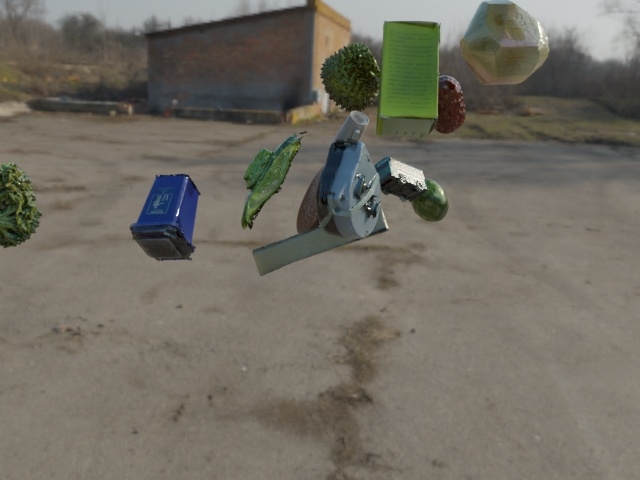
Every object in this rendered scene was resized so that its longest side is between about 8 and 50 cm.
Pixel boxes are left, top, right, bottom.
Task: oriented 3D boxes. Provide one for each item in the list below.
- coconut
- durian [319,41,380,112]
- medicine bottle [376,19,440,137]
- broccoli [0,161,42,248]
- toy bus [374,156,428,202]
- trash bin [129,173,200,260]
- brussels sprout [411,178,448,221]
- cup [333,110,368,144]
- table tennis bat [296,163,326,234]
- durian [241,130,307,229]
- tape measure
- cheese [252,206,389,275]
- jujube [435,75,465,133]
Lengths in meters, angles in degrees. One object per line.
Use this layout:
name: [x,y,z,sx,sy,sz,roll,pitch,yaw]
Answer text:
coconut: [0.484,-0.532,1.897,0.237,0.236,0.197,1,-12,-9]
durian: [0.096,-0.491,2.146,0.200,0.176,0.237,43,-3,-17]
medicine bottle: [0.207,-0.380,1.666,0.141,0.250,0.137,2,-10,5]
broccoli: [-0.813,-0.096,1.766,0.180,0.242,0.273,-25,14,4]
toy bus: [0.221,-0.175,1.993,0.160,0.091,0.079,15,-37,-39]
trash bin: [-0.450,-0.067,2.109,0.163,0.234,0.184,-2,-33,14]
brussels sprout: [0.355,-0.131,2.307,0.117,0.155,0.155,-43,19,-1]
cup: [0.092,-0.311,2.074,0.074,0.116,0.104,18,44,-14]
table tennis bat: [0.009,-0.131,2.208,0.051,0.268,0.415,25,-2,-17]
durian: [-0.152,-0.194,2.040,0.107,0.375,0.132,9,-28,36]
tape measure: [0.065,-0.095,1.505,0.107,0.182,0.181,2,-26,29]
cheese: [0.000,-0.001,2.038,0.400,0.085,0.034,-20,-7,-1]
jujube: [0.365,-0.398,2.056,0.109,0.176,0.112,3,48,24]
